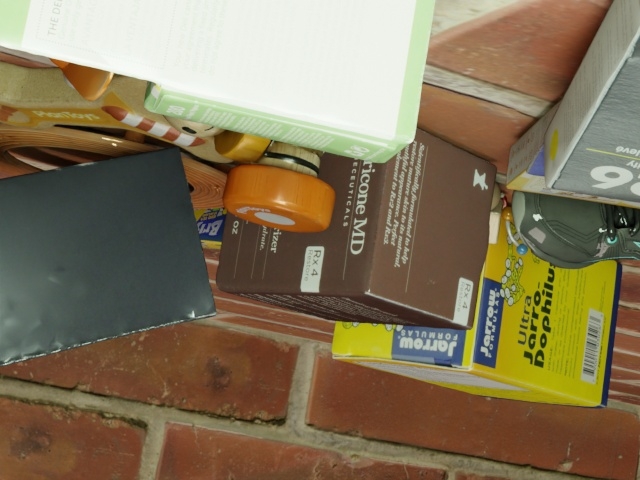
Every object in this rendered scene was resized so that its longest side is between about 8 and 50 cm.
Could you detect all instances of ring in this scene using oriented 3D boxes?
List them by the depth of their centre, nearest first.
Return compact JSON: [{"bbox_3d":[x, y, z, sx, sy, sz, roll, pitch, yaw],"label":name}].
[{"bbox_3d":[-0.252,-0.090,1.494,0.336,0.032,0.336,10,170,2],"label":"ring"}]

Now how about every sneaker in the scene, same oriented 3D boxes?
[{"bbox_3d":[0.303,-0.026,1.223,0.267,0.101,0.106,6,161,-28],"label":"sneaker"}]

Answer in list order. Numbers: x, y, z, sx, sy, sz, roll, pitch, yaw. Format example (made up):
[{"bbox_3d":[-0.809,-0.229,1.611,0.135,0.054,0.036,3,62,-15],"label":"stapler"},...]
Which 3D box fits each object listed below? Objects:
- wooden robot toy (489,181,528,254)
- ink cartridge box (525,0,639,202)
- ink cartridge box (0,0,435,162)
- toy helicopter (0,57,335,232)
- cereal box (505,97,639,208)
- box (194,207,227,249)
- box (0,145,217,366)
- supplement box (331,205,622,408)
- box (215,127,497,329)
[{"bbox_3d":[0.161,-0.044,1.350,0.173,0.076,0.079,8,135,8],"label":"wooden robot toy"},{"bbox_3d":[0.314,-0.062,0.861,0.303,0.072,0.307,8,156,-1],"label":"ink cartridge box"},{"bbox_3d":[-0.060,-0.144,0.588,0.235,0.171,0.056,12,170,-12],"label":"ink cartridge box"},{"bbox_3d":[-0.157,-0.112,0.985,0.355,0.140,0.235,5,168,35],"label":"toy helicopter"},{"bbox_3d":[0.265,-0.073,1.058,0.173,0.047,0.240,9,169,-6],"label":"cereal box"},{"bbox_3d":[-0.158,-0.020,1.743,0.168,0.054,0.059,6,170,19],"label":"box"},{"bbox_3d":[-0.321,0.035,1.362,0.312,0.179,0.343,-12,180,-24],"label":"box"},{"bbox_3d":[0.202,0.082,1.583,0.194,0.195,0.356,2,168,37],"label":"supplement box"},{"bbox_3d":[0.035,-0.013,1.260,0.203,0.169,0.167,-1,166,43],"label":"box"}]
